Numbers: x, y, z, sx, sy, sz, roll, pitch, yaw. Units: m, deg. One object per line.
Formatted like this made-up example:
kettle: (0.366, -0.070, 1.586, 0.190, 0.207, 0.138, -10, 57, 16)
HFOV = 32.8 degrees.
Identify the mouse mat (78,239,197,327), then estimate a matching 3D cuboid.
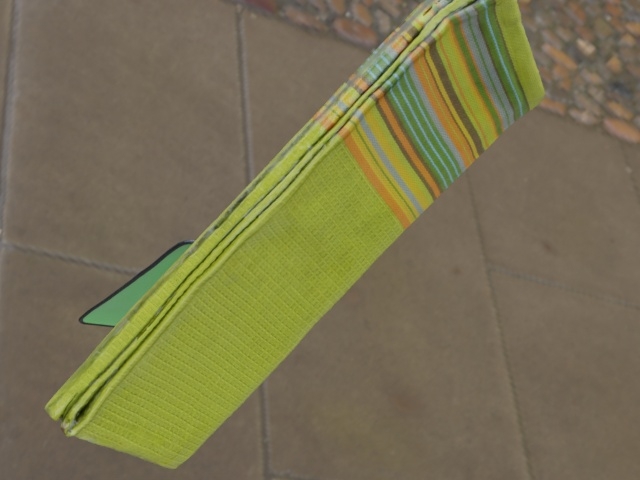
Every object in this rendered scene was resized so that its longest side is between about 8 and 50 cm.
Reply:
mouse mat: (-0.118, 0.048, 1.020, 0.152, 0.189, 0.007, 11, 59, -42)

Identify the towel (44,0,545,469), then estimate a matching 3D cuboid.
towel: (0.000, 0.000, 0.442, 0.021, 0.237, 0.102, 44, 0, 33)
